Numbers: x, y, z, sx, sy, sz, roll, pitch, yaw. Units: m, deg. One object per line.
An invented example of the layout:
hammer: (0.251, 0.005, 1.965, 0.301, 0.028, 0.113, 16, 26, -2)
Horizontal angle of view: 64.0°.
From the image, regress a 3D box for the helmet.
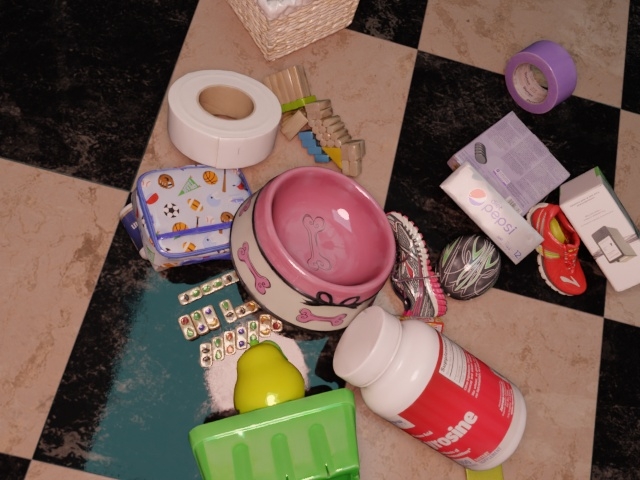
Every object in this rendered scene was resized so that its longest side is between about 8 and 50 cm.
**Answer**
helmet: (0.379, 0.067, 1.313, 0.169, 0.161, 0.170, 5, 107, 16)

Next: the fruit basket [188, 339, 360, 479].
fruit basket: (-0.102, 0.425, 1.154, 0.391, 0.283, 0.392, -3, 34, 2)

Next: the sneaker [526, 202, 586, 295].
sneaker: (0.646, 0.030, 1.371, 0.107, 0.118, 0.279, -30, 98, -14)

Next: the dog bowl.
dog bowl: (0.000, 0.000, 1.208, 0.407, 0.150, 0.408, 15, 53, -21)

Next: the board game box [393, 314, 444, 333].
board game box: (0.197, 0.259, 1.274, 0.193, 0.045, 0.147, 4, 104, -6)

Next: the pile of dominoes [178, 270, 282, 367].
pile of dominoes: (-0.220, 0.178, 1.275, 0.251, 0.040, 0.196, -24, 80, -12)

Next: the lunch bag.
lunch bag: (-0.288, -0.060, 1.247, 0.303, 0.115, 0.243, -12, 73, -35)

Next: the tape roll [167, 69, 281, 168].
tape roll: (-0.245, -0.314, 1.309, 0.285, 0.100, 0.286, 10, 48, -11)

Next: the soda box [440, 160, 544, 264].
soda box: (0.449, -0.076, 1.356, 0.098, 0.091, 0.286, -45, 83, 13)

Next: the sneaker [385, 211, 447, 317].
sneaker: (0.223, 0.067, 1.320, 0.111, 0.121, 0.299, -19, 80, -8)

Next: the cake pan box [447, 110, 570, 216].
cake pan box: (0.538, -0.199, 1.458, 0.245, 0.070, 0.267, -39, 83, -13)

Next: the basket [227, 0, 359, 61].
basket: (-0.091, -0.728, 1.409, 0.331, 0.266, 0.328, -31, 81, -14)

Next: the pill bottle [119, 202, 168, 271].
pill bottle: (-0.418, -0.012, 1.270, 0.094, 0.094, 0.169, -30, 81, -14)

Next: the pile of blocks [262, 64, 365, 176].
pile of blocks: (-0.009, -0.321, 1.413, 0.362, 0.149, 0.112, 53, 32, -2)

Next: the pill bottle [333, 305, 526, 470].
pill bottle: (0.240, 0.324, 1.149, 0.407, 0.229, 0.229, 35, 73, -15)

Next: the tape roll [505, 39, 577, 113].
tape roll: (0.632, -0.469, 1.476, 0.080, 0.189, 0.189, -32, 82, -14)

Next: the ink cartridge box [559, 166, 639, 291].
ink cartridge box: (0.750, -0.034, 1.342, 0.273, 0.114, 0.198, 55, 32, -5)

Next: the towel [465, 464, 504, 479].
towel: (0.408, 0.630, 1.252, 0.102, 0.021, 0.238, 0, 75, -13)
